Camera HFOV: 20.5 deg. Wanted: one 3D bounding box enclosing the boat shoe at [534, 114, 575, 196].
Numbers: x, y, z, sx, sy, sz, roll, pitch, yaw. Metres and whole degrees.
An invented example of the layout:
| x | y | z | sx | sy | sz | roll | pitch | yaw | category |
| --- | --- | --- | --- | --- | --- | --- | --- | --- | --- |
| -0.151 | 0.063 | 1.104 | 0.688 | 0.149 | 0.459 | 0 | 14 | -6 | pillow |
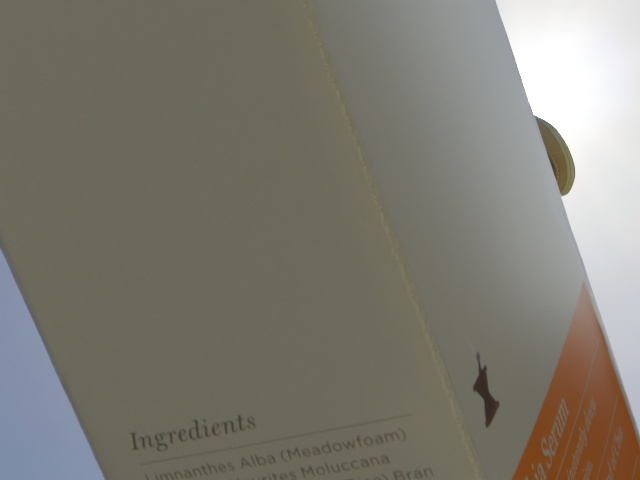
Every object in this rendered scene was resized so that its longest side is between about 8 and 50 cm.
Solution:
| x | y | z | sx | sy | sz | roll | pitch | yaw | category |
| --- | --- | --- | --- | --- | --- | --- | --- | --- | --- |
| 0.141 | -0.079 | 1.342 | 0.045 | 0.135 | 0.050 | -8 | -47 | -33 | boat shoe |

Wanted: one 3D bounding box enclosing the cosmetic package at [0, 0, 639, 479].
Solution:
| x | y | z | sx | sy | sz | roll | pitch | yaw | category |
| --- | --- | --- | --- | --- | --- | --- | --- | --- | --- |
| 0.000 | 0.000 | 0.762 | 0.453 | 0.161 | 0.230 | 68 | -155 | -19 | cosmetic package |
